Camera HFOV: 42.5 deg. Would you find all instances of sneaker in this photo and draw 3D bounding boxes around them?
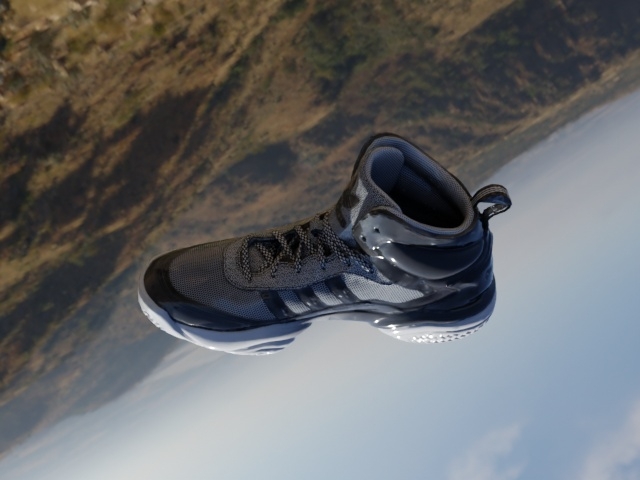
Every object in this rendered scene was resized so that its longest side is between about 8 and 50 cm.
[{"bbox_3d":[0.000,0.000,0.583,0.268,0.101,0.153,0,139,-2],"label":"sneaker"}]
